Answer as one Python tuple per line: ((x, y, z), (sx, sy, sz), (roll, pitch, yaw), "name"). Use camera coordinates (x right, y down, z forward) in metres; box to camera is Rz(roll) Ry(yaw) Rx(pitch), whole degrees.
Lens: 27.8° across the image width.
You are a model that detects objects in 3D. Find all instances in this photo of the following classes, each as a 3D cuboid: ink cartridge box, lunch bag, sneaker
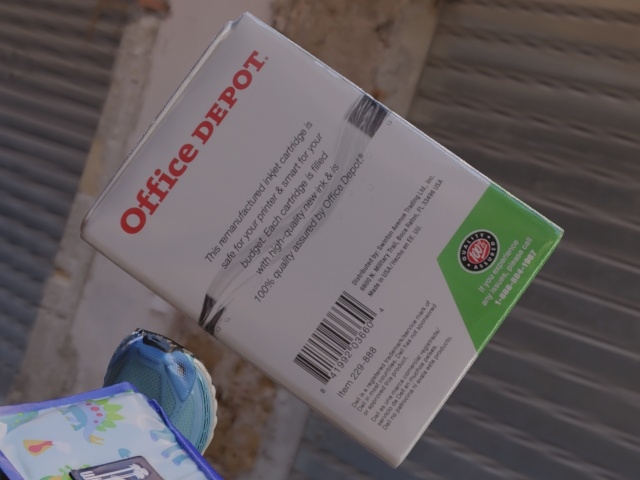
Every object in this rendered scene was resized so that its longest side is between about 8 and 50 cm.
((0.000, 0.000, 0.976), (0.289, 0.211, 0.121), (36, -4, 5), "ink cartridge box")
((-0.104, 0.136, 0.524), (0.129, 0.151, 0.096), (39, -26, 40), "lunch bag")
((-0.101, 0.121, 0.651), (0.063, 0.162, 0.073), (22, 21, 8), "sneaker")
